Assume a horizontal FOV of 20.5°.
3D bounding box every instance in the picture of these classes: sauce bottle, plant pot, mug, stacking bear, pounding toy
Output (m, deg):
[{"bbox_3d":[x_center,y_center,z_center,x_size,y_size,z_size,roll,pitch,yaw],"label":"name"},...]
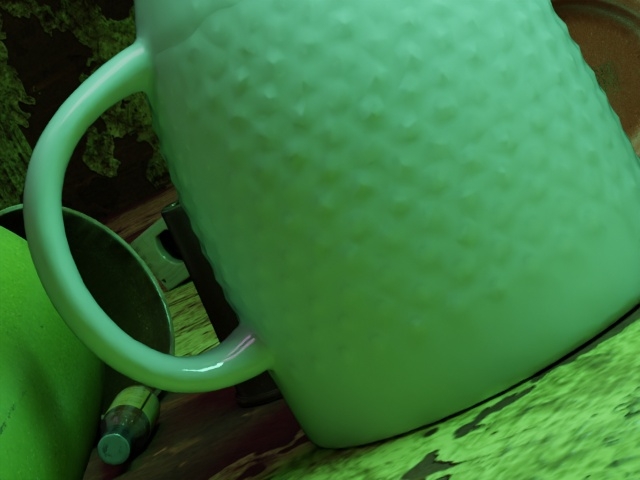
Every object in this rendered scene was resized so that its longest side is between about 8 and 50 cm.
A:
[{"bbox_3d":[-0.157,0.149,1.425,0.042,0.042,0.128,-28,6,8],"label":"sauce bottle"},{"bbox_3d":[-0.285,0.116,1.630,0.230,0.215,0.215,-40,-1,39],"label":"plant pot"},{"bbox_3d":[-0.274,0.155,1.121,0.275,0.274,0.293,-28,22,5],"label":"plant pot"},{"bbox_3d":[-0.007,-0.053,1.128,0.374,0.328,0.276,-30,7,-12],"label":"mug"},{"bbox_3d":[0.161,-0.116,1.534,0.164,0.175,0.289,-17,3,-31],"label":"stacking bear"},{"bbox_3d":[-0.189,0.014,2.327,0.206,0.094,0.181,-34,6,46],"label":"pounding toy"},{"bbox_3d":[-0.032,0.018,1.385,0.167,0.165,0.167,-28,8,4],"label":"plant pot"}]
